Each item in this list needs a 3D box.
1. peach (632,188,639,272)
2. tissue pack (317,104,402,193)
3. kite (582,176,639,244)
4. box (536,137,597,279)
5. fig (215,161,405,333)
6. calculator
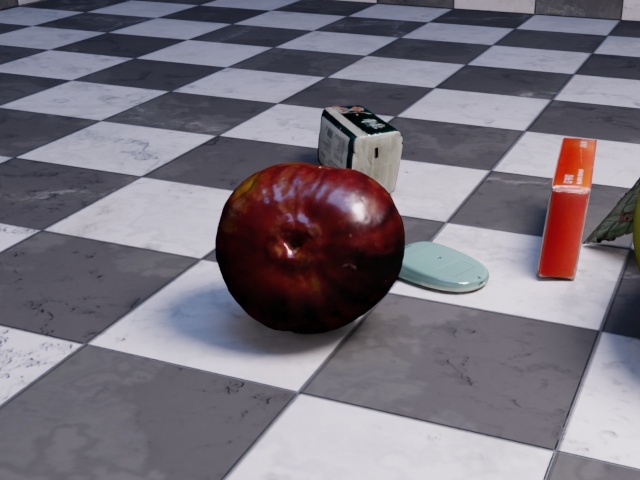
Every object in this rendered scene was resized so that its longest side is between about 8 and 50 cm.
[{"bbox_3d":[0.464,-0.016,1.003,0.314,0.281,0.316,32,41,-21],"label":"peach"},{"bbox_3d":[0.058,-0.141,1.542,0.090,0.103,0.170,-2,22,-16],"label":"tissue pack"},{"bbox_3d":[0.465,-0.059,1.228,0.322,0.267,0.013,-19,57,26],"label":"kite"},{"bbox_3d":[0.318,-0.045,1.286,0.050,0.123,0.229,9,25,14],"label":"box"},{"bbox_3d":[0.000,0.015,1.113,0.203,0.187,0.249,-9,-13,13],"label":"fig"},{"bbox_3d":[0.137,0.030,1.234,0.153,0.021,0.095,24,32,39],"label":"calculator"}]
